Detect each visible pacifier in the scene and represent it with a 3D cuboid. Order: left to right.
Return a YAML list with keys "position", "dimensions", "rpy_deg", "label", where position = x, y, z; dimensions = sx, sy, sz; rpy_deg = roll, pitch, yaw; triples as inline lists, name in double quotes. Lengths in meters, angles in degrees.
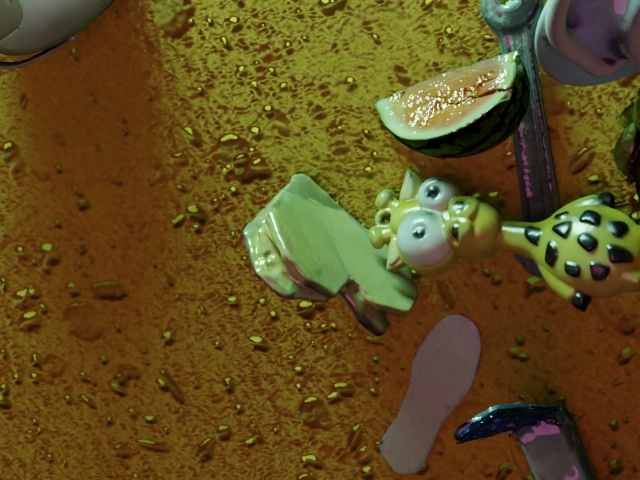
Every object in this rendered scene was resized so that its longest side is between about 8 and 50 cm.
- position: [0.281, -0.273, 1.764]
  dimensions: [0.279, 0.227, 0.207]
  rpy_deg: [-46, 52, 24]
  label: "pacifier"

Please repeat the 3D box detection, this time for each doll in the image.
- position: [0.185, -0.004, 1.900]
  dimensions: [0.291, 0.086, 0.117]
  rpy_deg: [11, 74, 20]
  label: "doll"

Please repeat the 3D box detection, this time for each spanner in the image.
- position: [0.204, -0.105, 1.910]
  dimensions: [0.071, 0.017, 0.302]
  rpy_deg: [-5, 108, 22]
  label: "spanner"

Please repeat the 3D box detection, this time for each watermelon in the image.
- position: [0.128, -0.115, 1.891]
  dimensions: [0.163, 0.069, 0.087]
  rpy_deg: [-19, 102, 31]
  label: "watermelon"

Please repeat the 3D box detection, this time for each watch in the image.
- position: [0.204, 0.231, 1.883]
  dimensions: [0.068, 0.274, 0.276]
  rpy_deg: [-19, 107, 18]
  label: "watch"

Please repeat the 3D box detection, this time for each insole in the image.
- position: [0.116, 0.162, 2.034]
  dimensions: [0.065, 0.004, 0.197]
  rpy_deg: [25, 113, 6]
  label: "insole"

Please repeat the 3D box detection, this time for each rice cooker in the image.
- position: [-0.276, -0.264, 1.934]
  dimensions: [0.206, 0.127, 0.145]
  rpy_deg: [-30, 97, 26]
  label: "rice cooker"

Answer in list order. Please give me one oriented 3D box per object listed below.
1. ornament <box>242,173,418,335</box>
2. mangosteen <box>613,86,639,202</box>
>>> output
- position: [0.000, 0.000, 1.939]
  dimensions: [0.059, 0.201, 0.180]
  rpy_deg: [-39, 51, 25]
  label: "ornament"
- position: [0.350, -0.081, 1.808]
  dimensions: [0.180, 0.166, 0.166]
  rpy_deg: [28, 115, 28]
  label: "mangosteen"
